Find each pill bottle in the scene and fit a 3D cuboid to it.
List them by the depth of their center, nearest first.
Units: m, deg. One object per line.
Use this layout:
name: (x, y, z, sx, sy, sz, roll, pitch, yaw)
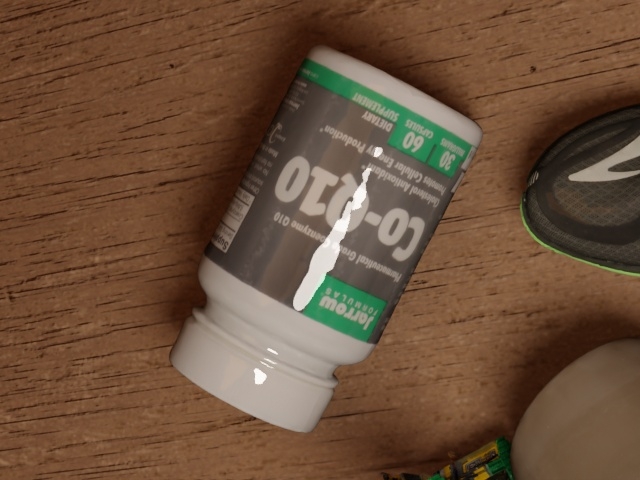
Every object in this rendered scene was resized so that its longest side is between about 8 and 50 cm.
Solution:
pill bottle: (0.000, 0.000, 1.707, 0.204, 0.204, 0.361, 29, 94, 27)

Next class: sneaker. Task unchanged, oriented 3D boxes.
sneaker: (0.409, -0.059, 1.517, 0.482, 0.202, 0.185, 0, 80, 26)

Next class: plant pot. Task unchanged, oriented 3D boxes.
plant pot: (0.319, 0.243, 1.472, 0.323, 0.323, 0.280, -50, 48, 10)

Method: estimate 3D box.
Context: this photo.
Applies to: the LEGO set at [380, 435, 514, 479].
LEGO set: (0.109, 0.333, 1.550, 0.192, 0.331, 0.255, -32, 89, 20)
